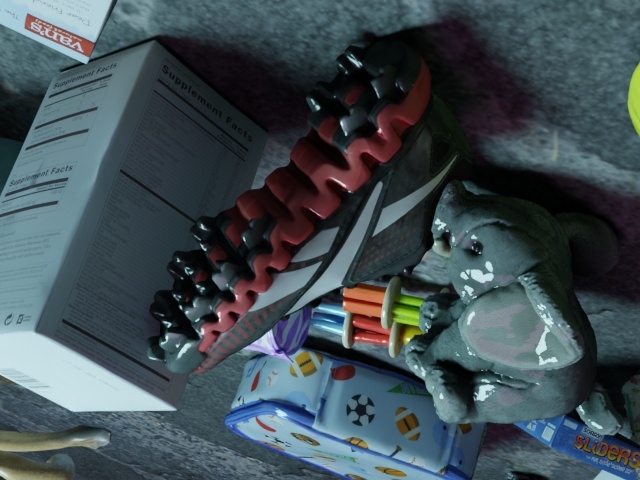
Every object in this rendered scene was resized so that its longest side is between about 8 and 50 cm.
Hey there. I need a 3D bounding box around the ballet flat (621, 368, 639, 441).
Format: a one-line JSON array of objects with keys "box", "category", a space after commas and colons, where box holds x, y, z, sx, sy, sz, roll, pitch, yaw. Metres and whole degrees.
[{"box": [0.413, 0.191, 1.079, 0.241, 0.077, 0.091, 13, 152, 9], "category": "ballet flat"}]

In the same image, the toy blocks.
[{"box": [0.054, 0.074, 1.096, 0.148, 0.054, 0.123, 10, 155, 16], "category": "toy blocks"}]

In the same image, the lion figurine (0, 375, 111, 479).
[{"box": [-0.367, 0.101, 0.954, 0.240, 0.142, 0.392, 18, 176, -42], "category": "lion figurine"}]

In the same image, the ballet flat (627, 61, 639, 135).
[{"box": [0.224, -0.090, 0.627, 0.077, 0.077, 0.231, 14, 155, 6], "category": "ballet flat"}]

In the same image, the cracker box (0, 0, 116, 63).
[{"box": [-0.177, -0.213, 0.647, 0.156, 0.067, 0.232, 25, 153, -13], "category": "cracker box"}]

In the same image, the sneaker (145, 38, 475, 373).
[{"box": [0.000, 0.000, 0.759, 0.135, 0.276, 0.097, 38, -173, -31], "category": "sneaker"}]

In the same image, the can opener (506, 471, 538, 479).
[{"box": [0.281, 0.371, 1.554, 0.059, 0.073, 0.186, 4, 162, 10], "category": "can opener"}]

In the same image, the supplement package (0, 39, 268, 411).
[{"box": [-0.160, -0.007, 0.845, 0.134, 0.244, 0.139, -8, 145, 42], "category": "supplement package"}]

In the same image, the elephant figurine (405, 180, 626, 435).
[{"box": [0.154, 0.037, 0.865, 0.186, 0.169, 0.239, -8, 141, -13], "category": "elephant figurine"}]

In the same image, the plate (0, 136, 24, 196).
[{"box": [-0.236, -0.021, 0.971, 0.188, 0.188, 0.024, 32, 110, -28], "category": "plate"}]

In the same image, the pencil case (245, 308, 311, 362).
[{"box": [-0.110, 0.080, 1.175, 0.206, 0.088, 0.086, -2, 145, 33], "category": "pencil case"}]

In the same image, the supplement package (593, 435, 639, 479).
[{"box": [0.426, 0.348, 1.203, 0.293, 0.175, 0.177, 41, 180, -39], "category": "supplement package"}]

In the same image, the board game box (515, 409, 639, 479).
[{"box": [0.255, 0.194, 1.137, 0.136, 0.035, 0.201, 25, 180, -15], "category": "board game box"}]

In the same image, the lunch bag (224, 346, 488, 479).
[{"box": [0.043, 0.236, 1.368, 0.303, 0.115, 0.243, 26, 156, -15], "category": "lunch bag"}]
